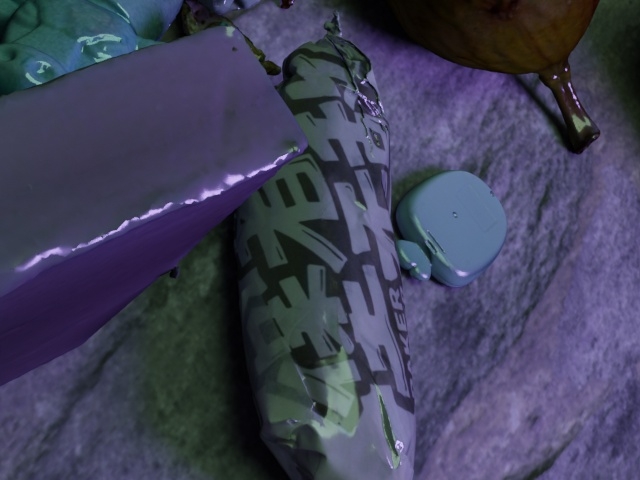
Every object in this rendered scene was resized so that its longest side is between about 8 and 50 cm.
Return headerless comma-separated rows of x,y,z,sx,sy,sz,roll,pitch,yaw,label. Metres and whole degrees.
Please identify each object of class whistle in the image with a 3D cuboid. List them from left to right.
-0.178,-0.145,1.352,0.186,0.093,0.274,25,41,9,whistle

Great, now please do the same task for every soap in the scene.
-0.193,0.014,1.091,0.285,0.296,0.107,-28,81,-48,soap

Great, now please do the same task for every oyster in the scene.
-0.082,-0.162,1.491,0.080,0.038,0.083,1,44,-45,oyster

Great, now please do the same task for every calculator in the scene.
0.112,-0.010,1.560,0.095,0.021,0.153,53,40,0,calculator

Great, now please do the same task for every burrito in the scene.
0.000,0.000,1.403,0.139,0.101,0.446,13,58,-28,burrito

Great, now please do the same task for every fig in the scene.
0.178,-0.205,1.660,0.321,0.217,0.217,63,35,-34,fig

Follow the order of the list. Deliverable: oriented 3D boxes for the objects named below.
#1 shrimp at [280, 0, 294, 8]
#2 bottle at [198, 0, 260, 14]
-0.062,-0.226,1.547,0.091,0.025,0.127,47,48,-13,shrimp
-0.129,-0.308,1.502,0.083,0.083,0.270,-14,62,-44,bottle
